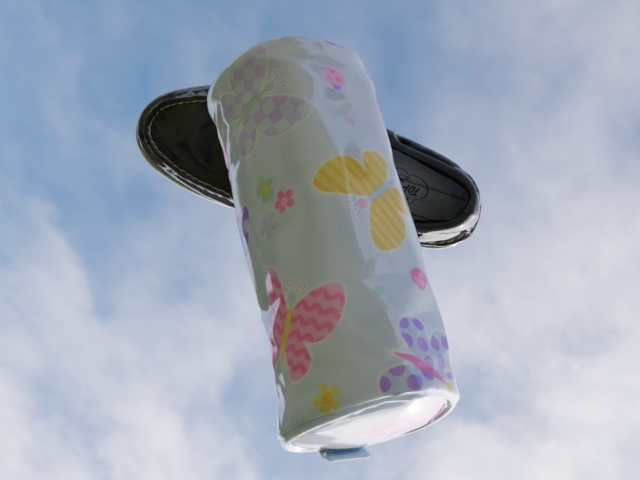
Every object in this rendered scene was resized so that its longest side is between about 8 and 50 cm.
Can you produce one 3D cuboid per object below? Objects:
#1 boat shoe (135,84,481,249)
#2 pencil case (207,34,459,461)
[{"bbox_3d":[-0.011,-0.068,0.759,0.340,0.113,0.127,21,-89,-2],"label":"boat shoe"},{"bbox_3d":[0.000,0.000,0.543,0.124,0.113,0.273,-40,-125,43],"label":"pencil case"}]
